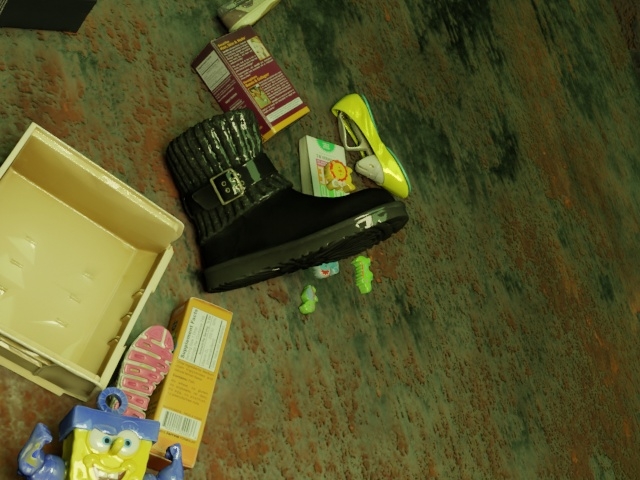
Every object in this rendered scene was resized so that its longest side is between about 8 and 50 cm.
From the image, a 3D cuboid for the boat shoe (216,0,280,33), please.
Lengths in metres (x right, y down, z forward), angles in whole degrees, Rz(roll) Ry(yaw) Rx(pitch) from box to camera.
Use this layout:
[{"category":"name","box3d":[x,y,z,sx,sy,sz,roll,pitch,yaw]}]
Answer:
[{"category":"boat shoe","box3d":[-0.114,-0.462,1.449,0.073,0.080,0.223,48,53,-18]}]

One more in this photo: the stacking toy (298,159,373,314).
[{"category":"stacking toy","box3d":[0.000,0.000,1.274,0.052,0.167,0.221,2,70,-38]}]

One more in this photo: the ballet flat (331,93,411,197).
[{"category":"ballet flat","box3d":[0.090,-0.174,1.496,0.077,0.077,0.231,-24,83,-21]}]

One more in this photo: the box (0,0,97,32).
[{"category":"box","box3d":[-0.464,-0.455,1.159,0.184,0.103,0.261,-8,76,-43]}]

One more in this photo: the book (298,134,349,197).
[{"category":"book","box3d":[0.009,-0.114,1.427,0.096,0.035,0.144,11,63,-39]}]

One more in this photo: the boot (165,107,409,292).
[{"category":"boot","box3d":[-0.061,-0.086,1.171,0.131,0.348,0.260,19,55,-72]}]

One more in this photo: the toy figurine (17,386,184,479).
[{"category":"toy figurine","box3d":[-0.293,0.276,0.907,0.363,0.191,0.217,18,59,-25]}]

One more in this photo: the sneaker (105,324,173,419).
[{"category":"sneaker","box3d":[-0.255,0.194,1.045,0.063,0.075,0.170,29,67,-27]}]

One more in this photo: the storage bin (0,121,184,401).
[{"category":"storage bin","box3d":[-0.345,0.037,1.017,0.260,0.123,0.262,35,52,-21]}]

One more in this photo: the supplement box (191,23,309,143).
[{"category":"supplement box","box3d":[-0.122,-0.268,1.354,0.104,0.081,0.188,-40,97,-41]}]

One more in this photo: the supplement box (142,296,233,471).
[{"category":"supplement box","box3d":[-0.195,0.202,1.093,0.080,0.078,0.233,28,55,-22]}]
